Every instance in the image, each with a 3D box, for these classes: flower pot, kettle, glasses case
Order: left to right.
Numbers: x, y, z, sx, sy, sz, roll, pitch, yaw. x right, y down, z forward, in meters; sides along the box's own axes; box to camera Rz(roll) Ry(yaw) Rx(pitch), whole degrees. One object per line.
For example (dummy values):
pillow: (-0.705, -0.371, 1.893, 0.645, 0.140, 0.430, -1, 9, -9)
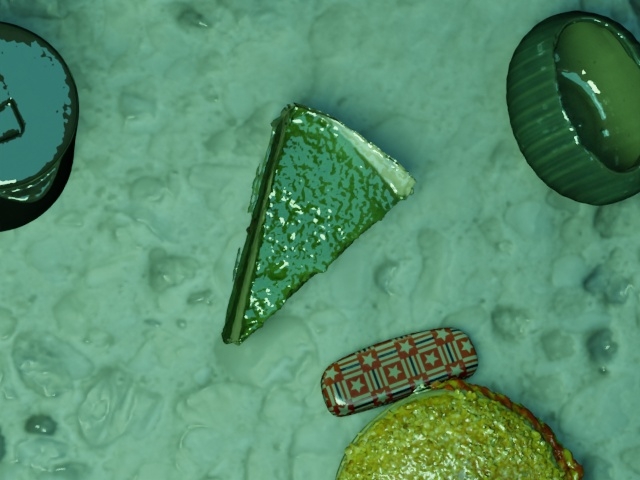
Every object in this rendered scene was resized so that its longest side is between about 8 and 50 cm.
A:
kettle: (-0.362, -0.155, 1.722, 0.203, 0.308, 0.262, 5, 83, -12)
glasses case: (0.093, 0.157, 1.888, 0.194, 0.049, 0.073, -16, 74, -11)
flower pot: (0.326, -0.162, 1.918, 0.189, 0.157, 0.243, -14, 86, -10)

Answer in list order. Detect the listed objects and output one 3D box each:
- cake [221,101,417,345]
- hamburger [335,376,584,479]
cake: (-0.003, 0.005, 1.841, 0.172, 0.158, 0.284, 16, 81, -8)
hamburger: (0.149, 0.305, 1.812, 0.276, 0.179, 0.294, 42, 78, -3)
